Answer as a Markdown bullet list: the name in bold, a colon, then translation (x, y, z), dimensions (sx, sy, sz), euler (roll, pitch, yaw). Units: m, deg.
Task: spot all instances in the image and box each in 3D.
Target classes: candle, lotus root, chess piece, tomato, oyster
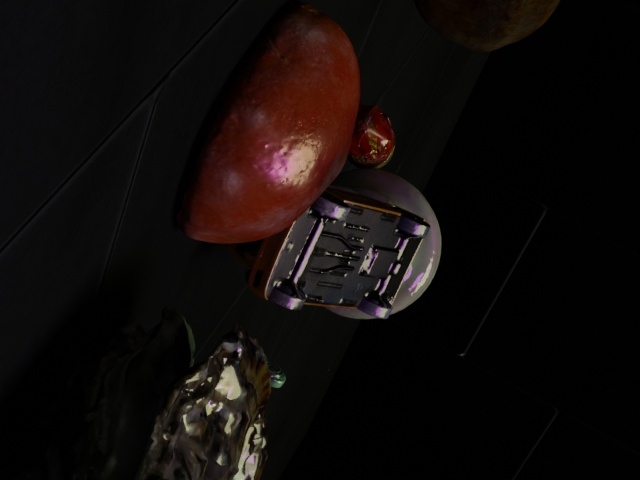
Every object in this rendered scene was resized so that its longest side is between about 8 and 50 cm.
- **candle**: translation (0.042, -0.094, 1.373), dimensions (0.052, 0.052, 0.130), euler (-62, 176, 0)
- **lotus root**: translation (0.130, -0.226, 1.126), dimensions (0.241, 0.124, 0.123), euler (95, -7, -70)
- **chess piece**: translation (0.013, -0.008, 1.291), dimensions (0.139, 0.139, 0.271), euler (-62, 163, 2)
- **tomato**: translation (-0.021, -0.055, 0.895), dimensions (0.156, 0.069, 0.155), euler (-60, 175, -9)
- **oyster**: translation (-0.117, 0.148, 0.764), dimensions (0.351, 0.158, 0.162), euler (-42, 118, -54)

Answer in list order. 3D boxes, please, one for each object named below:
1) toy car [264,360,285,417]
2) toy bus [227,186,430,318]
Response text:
- **toy car**: translation (-0.084, 0.174, 1.548), dimensions (0.073, 0.054, 0.143), euler (-66, 175, 24)
- **toy bus**: translation (0.000, 0.000, 1.091), dimensions (0.194, 0.088, 0.083), euler (11, 107, -60)
